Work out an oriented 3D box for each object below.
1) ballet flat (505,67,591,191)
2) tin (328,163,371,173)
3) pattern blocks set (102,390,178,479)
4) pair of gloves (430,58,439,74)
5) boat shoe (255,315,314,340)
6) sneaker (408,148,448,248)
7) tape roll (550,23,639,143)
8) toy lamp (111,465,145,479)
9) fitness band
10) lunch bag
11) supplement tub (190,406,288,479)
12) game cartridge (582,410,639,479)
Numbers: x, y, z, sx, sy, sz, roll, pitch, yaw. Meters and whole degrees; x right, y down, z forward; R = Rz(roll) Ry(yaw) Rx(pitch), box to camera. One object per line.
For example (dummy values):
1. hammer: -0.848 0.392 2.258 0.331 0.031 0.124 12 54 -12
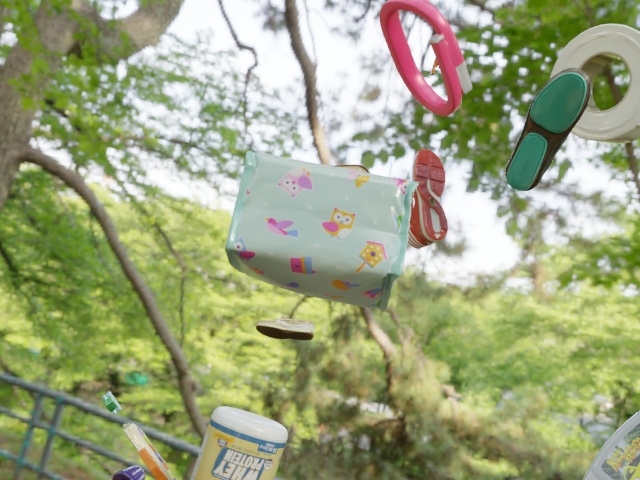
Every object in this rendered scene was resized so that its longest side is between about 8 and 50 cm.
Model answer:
1. ballet flat: 0.441 -0.221 1.660 0.095 0.280 0.096 37 39 15
2. tin: 0.025 -0.085 1.560 0.190 0.106 0.040 -6 8 -41
3. pattern blocks set: -0.323 0.430 1.674 0.325 0.026 0.285 56 -15 -10
4. pair of gloves: 0.310 -0.468 2.214 0.010 0.074 0.083 20 -10 -14
5. boat shoe: -0.080 0.199 1.978 0.135 0.045 0.050 8 -39 2
6. sneaker: 0.215 -0.086 1.917 0.087 0.221 0.128 13 -26 -24
7. tape roll: 0.710 -0.379 2.097 0.286 0.286 0.100 4 2 43
8. toy lamp: -0.531 0.644 2.120 0.080 0.080 0.275 9 20 23
9. fitness band: 0.223 -0.398 1.854 0.209 0.054 0.291 33 -24 49
10. lunch bag: 0.000 0.000 1.131 0.223 0.160 0.262 10 -15 2
11. supplement tub: -0.152 0.412 1.533 0.144 0.199 0.144 17 -5 2
12. game cartridge: 0.672 0.466 1.743 0.196 0.294 0.060 42 -2 27
